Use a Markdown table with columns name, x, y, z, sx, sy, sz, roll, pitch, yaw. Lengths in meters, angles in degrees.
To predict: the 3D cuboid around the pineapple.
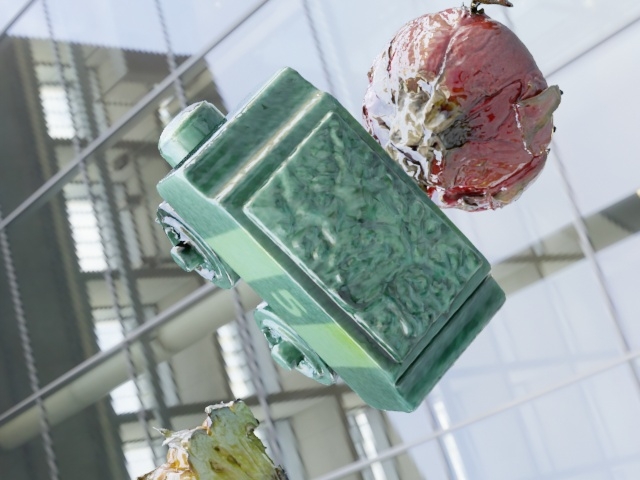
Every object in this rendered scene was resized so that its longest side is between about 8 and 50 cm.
| name | x | y | z | sx | sy | sz | roll | pitch | yaw |
| --- | --- | --- | --- | --- | --- | --- | --- | --- | --- |
| pineapple | -0.073 | 0.236 | 0.912 | 0.135 | 0.079 | 0.233 | -9 | -114 | -49 |

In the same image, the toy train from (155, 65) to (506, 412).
| name | x | y | z | sx | sy | sz | roll | pitch | yaw |
| --- | --- | --- | --- | --- | --- | --- | --- | --- | --- |
| toy train | 0.000 | 0.000 | 0.991 | 0.299 | 0.238 | 0.167 | 45 | -107 | -11 |

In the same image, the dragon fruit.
| name | x | y | z | sx | sy | sz | roll | pitch | yaw |
| --- | --- | --- | --- | --- | --- | --- | --- | --- | --- |
| dragon fruit | 0.116 | -0.116 | 1.255 | 0.148 | 0.224 | 0.218 | -32 | -86 | -44 |
